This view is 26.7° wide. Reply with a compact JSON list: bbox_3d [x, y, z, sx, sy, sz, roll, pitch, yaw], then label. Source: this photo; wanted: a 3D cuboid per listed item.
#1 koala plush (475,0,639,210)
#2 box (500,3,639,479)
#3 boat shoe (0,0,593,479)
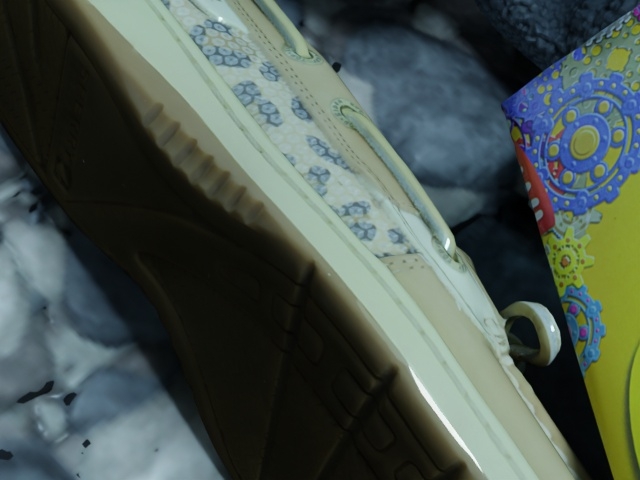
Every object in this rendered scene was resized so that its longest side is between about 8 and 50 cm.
[{"bbox_3d":[0.076,-0.137,0.494,0.221,0.196,0.203,19,39,-14],"label":"koala plush"},{"bbox_3d":[0.229,0.075,0.357,0.279,0.177,0.290,23,45,-41],"label":"box"},{"bbox_3d":[0.000,0.000,0.395,0.089,0.104,0.285,-24,70,-35],"label":"boat shoe"}]
